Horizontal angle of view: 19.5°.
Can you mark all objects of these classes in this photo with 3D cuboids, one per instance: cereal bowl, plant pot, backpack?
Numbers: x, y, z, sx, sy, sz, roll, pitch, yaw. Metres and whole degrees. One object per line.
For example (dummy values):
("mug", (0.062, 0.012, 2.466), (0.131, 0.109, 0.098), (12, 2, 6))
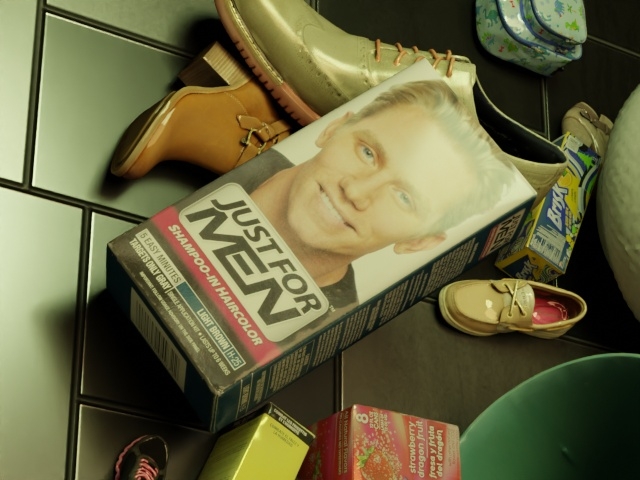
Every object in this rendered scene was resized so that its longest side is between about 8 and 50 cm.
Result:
("cereal bowl", (0.396, -0.029, 1.999), (0.339, 0.141, 0.338), (13, 73, -51))
("plant pot", (0.279, 0.290, 1.713), (0.235, 0.293, 0.293), (52, 46, -33))
("backpack", (0.233, -0.247, 2.049), (0.114, 0.084, 0.105), (12, 60, -28))

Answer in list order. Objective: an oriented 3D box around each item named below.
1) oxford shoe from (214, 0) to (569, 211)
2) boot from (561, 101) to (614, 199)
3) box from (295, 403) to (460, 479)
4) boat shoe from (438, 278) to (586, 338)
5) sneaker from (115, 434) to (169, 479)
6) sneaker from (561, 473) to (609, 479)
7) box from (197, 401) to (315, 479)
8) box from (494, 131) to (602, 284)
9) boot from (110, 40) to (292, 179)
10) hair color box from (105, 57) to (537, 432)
("oxford shoe", (0.073, -0.156, 1.830), (0.397, 0.146, 0.140), (35, 32, -22))
("boot", (0.312, -0.098, 2.069), (0.118, 0.042, 0.087), (47, 42, -18))
("box", (0.043, 0.288, 1.635), (0.123, 0.128, 0.256), (15, 62, -30))
("boat shoe", (0.199, 0.064, 1.896), (0.170, 0.059, 0.063), (5, 67, -35))
("sneaker", (-0.155, 0.210, 1.574), (0.047, 0.057, 0.119), (39, 51, -13))
("sneaker", (0.334, 0.190, 1.914), (0.276, 0.135, 0.097), (-12, 98, -15))
("box", (-0.087, 0.252, 1.585), (0.058, 0.087, 0.232), (39, 51, -16))
("box", (0.243, -0.032, 1.972), (0.054, 0.059, 0.169), (36, 53, -16))
("boot", (-0.095, -0.082, 1.744), (0.152, 0.073, 0.197), (49, 52, -13))
("hair color box", (0.000, 0.000, 1.648), (0.347, 0.105, 0.174), (-32, 72, -20))
